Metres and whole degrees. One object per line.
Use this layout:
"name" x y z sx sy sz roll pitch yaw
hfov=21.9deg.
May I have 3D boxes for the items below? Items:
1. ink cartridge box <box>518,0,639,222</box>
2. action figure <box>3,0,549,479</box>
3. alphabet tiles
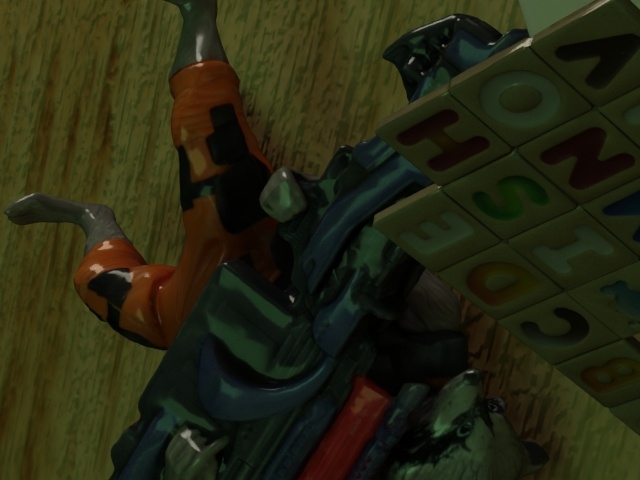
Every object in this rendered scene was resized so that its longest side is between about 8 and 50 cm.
"ink cartridge box" 0.172 -0.201 0.694 0.207 0.119 0.353 -27 70 40
"action figure" 0.000 0.000 0.838 0.330 0.178 0.341 51 117 24
"alphabet tiles" 0.144 -0.001 0.658 0.198 0.237 0.009 -27 37 40
